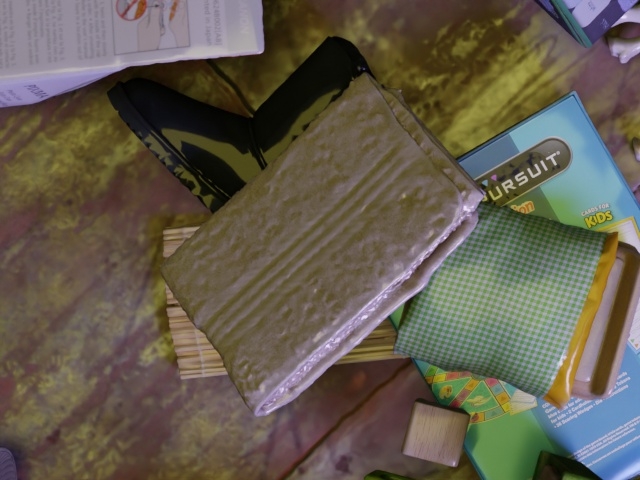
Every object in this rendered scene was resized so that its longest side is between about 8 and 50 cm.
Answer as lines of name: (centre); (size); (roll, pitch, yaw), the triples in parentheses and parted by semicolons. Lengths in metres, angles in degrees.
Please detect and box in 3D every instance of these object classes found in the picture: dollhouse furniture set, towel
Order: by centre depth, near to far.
dollhouse furniture set: (0.159, 0.120, 1.426); (0.198, 0.151, 0.301); (15, 92, 2)
towel: (0.000, 0.000, 1.477); (0.282, 0.049, 0.187); (-42, 59, 8)

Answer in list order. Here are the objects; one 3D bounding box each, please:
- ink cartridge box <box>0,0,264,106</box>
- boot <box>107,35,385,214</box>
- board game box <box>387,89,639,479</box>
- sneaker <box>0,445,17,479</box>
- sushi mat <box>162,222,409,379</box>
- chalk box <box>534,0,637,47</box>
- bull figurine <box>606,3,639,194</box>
ink cartridge box: (-0.247, -0.293, 1.590); (0.385, 0.091, 0.308); (-6, 80, 6)
boot: (-0.052, -0.122, 1.581); (0.246, 0.094, 0.207); (44, 93, 8)
board game box: (0.206, 0.070, 1.539); (0.254, 0.079, 0.336); (-30, 90, 2)
sneaker: (-0.364, 0.301, 1.642); (0.118, 0.083, 0.222); (8, 99, 26)
sushi mat: (0.005, 0.046, 1.610); (0.317, 0.019, 0.151); (-6, 89, 7)
chalk box: (0.224, -0.307, 1.450); (0.179, 0.180, 0.289); (-45, 61, 6)
bull figurine: (0.363, -0.169, 1.523); (0.188, 0.101, 0.310); (-13, 83, 14)
